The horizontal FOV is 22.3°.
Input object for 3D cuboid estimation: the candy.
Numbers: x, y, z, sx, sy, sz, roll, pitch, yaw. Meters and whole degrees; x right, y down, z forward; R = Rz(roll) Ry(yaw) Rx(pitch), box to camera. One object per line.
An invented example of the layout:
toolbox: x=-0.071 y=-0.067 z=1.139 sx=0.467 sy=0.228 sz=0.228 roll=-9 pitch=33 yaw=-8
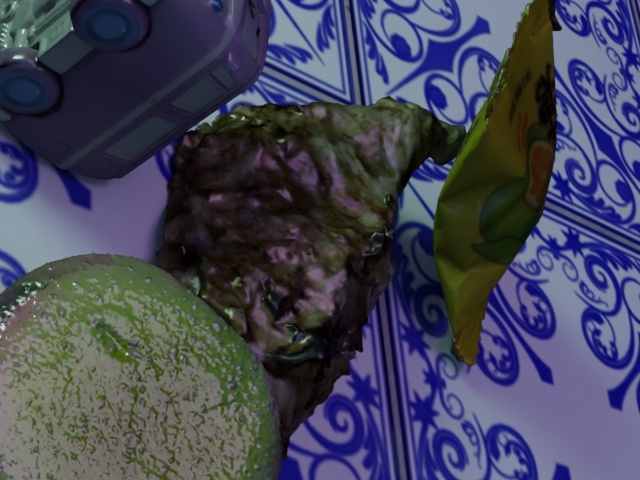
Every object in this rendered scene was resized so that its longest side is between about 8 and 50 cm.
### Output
candy: x=0.145 y=-0.053 z=1.328 sx=0.081 sy=0.297 sz=0.187 roll=14 pitch=40 yaw=15

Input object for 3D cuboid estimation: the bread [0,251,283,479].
bread: x=-0.123 y=0.111 z=1.023 sx=0.228 sy=0.033 sz=0.228 roll=13 pitch=61 yaw=-24

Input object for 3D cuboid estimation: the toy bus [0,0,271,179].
toy bus: x=-0.128 y=-0.150 z=1.116 sx=0.142 sy=0.202 sz=0.142 roll=33 pitch=43 yaw=-31

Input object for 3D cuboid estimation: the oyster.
oyster: x=-0.014 y=-0.024 z=1.234 sx=0.204 sy=0.111 sz=0.396 roll=42 pitch=43 yaw=-13
